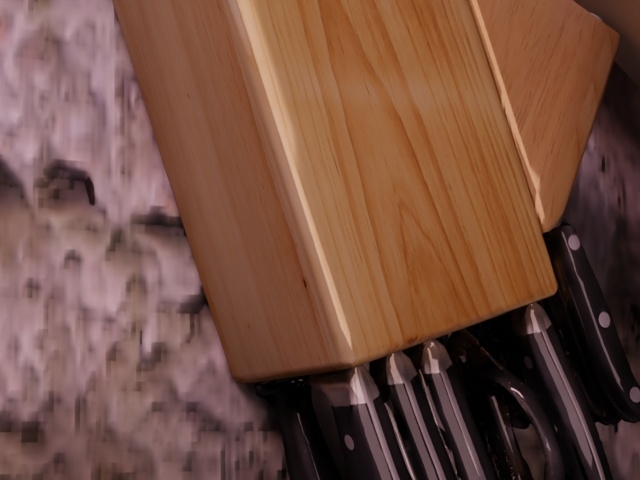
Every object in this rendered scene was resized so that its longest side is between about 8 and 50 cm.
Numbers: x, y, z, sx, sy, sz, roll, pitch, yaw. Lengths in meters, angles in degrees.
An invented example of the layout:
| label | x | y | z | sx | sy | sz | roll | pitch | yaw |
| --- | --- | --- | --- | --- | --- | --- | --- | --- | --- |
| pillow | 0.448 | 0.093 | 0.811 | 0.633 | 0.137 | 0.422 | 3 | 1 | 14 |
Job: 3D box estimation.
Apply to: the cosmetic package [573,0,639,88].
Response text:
| label | x | y | z | sx | sy | sz | roll | pitch | yaw |
| --- | --- | --- | --- | --- | --- | --- | --- | --- | --- |
| cosmetic package | 0.184 | -0.087 | 0.569 | 0.113 | 0.160 | 0.309 | -34 | 68 | -8 |

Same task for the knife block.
| label | x | y | z | sx | sy | sz | roll | pitch | yaw |
| --- | --- | --- | --- | --- | --- | --- | --- | --- | --- |
| knife block | 0.000 | 0.000 | 0.591 | 0.275 | 0.088 | 0.242 | 32 | 67 | -23 |
